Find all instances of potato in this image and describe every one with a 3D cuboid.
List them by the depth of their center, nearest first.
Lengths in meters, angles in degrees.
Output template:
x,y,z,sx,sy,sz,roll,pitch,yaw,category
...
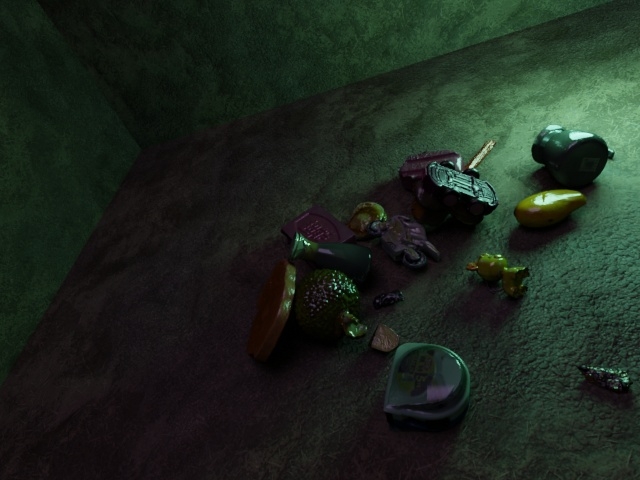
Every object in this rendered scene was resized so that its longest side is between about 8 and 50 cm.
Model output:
x,y,z,sx,sy,sz,roll,pitch,yaw,category
0.239,0.362,1.709,0.103,0.066,0.096,25,84,33,potato

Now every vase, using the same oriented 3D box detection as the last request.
x,y,z,sx,sy,sz,roll,pitch,yaw,category
0.034,0.065,1.936,0.320,0.173,0.173,19,44,-10,vase

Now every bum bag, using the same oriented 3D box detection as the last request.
x,y,z,sx,sy,sz,roll,pitch,yaw,category
0.262,0.228,1.865,0.124,0.034,0.058,-15,50,14,bum bag

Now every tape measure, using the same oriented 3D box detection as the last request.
x,y,z,sx,sy,sz,roll,pitch,yaw,category
0.335,0.458,1.494,0.261,0.138,0.259,-2,46,26,tape measure

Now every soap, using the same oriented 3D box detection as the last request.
x,y,z,sx,sy,sz,roll,pitch,yaw,category
0.000,0.000,2.188,0.232,0.128,0.359,-35,39,-11,soap
0.524,-0.319,2.221,0.324,0.127,0.220,0,46,43,soap

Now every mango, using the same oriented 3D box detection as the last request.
x,y,z,sx,sy,sz,roll,pitch,yaw,category
0.890,-0.124,1.863,0.261,0.109,0.157,-12,31,9,mango

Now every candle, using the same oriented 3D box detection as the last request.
x,y,z,sx,sy,sz,roll,pitch,yaw,category
0.740,-0.378,2.269,0.051,0.048,0.329,29,62,30,candle

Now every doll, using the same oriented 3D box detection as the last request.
x,y,z,sx,sy,sz,roll,pitch,yaw,category
0.640,0.116,1.734,0.142,0.136,0.220,-11,21,-36,doll

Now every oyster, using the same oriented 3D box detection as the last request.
x,y,z,sx,sy,sz,roll,pitch,yaw,category
0.823,0.398,1.380,0.132,0.029,0.086,-7,43,19,oyster

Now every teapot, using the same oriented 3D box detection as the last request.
x,y,z,sx,sy,sz,roll,pitch,yaw,category
1.047,-0.389,1.990,0.305,0.224,0.285,-27,32,2,teapot

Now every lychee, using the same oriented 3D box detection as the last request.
x,y,z,sx,sy,sz,roll,pitch,yaw,category
0.027,0.248,1.794,0.269,0.270,0.320,-19,30,8,lychee

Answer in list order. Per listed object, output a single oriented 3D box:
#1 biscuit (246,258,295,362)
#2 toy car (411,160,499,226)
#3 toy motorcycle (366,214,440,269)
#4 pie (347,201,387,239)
x,y,z,sx,sy,sz,roll,pitch,yaw,category
-0.187,0.272,1.885,0.078,0.350,0.456,21,43,-13,biscuit
0.545,-0.165,1.998,0.340,0.241,0.271,19,39,-4,toy car
0.364,-0.009,2.014,0.222,0.108,0.341,-24,45,-18,toy motorcycle
0.210,-0.093,2.207,0.178,0.084,0.205,5,54,31,pie
